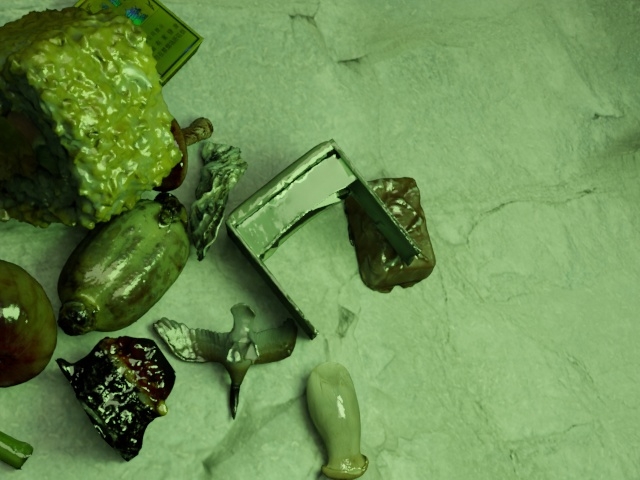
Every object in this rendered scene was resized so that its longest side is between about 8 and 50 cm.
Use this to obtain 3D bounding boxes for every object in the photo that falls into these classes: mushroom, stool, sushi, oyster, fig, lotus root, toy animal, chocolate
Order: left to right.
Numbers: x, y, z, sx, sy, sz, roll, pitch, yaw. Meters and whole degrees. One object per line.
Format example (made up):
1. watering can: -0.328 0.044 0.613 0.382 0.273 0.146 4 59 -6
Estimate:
1. fig: -0.544 0.079 1.800 0.217 0.217 0.321 0 48 -22
2. sushi: -0.437 -0.185 1.807 0.240 0.397 0.351 -45 127 -40
3. lotus root: -0.345 0.047 1.892 0.173 0.173 0.309 41 56 -3
4. sushi: -0.320 0.236 1.832 0.150 0.153 0.172 -35 65 -9
5. mushroom: -0.264 -0.187 2.026 0.217 0.148 0.227 -11 49 -45
6. oyster: -0.187 -0.076 2.001 0.087 0.199 0.252 13 77 -9
7. toy animal: -0.155 0.206 1.926 0.273 0.160 0.197 4 71 -13
8. stool: 0.000 0.000 1.997 0.244 0.170 0.269 -39 85 -7
9. mushroom: 0.030 0.322 1.980 0.088 0.097 0.212 -19 81 17
10. chocolate: 0.140 -0.014 2.151 0.148 0.093 0.214 -9 74 -23

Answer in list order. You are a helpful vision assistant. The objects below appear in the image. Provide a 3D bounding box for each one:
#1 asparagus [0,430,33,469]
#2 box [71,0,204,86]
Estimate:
1. asparagus: -0.547 0.310 1.773 0.178 0.041 0.045 30 106 -9
2. box: -0.353 -0.402 2.115 0.220 0.064 0.141 40 61 -6
